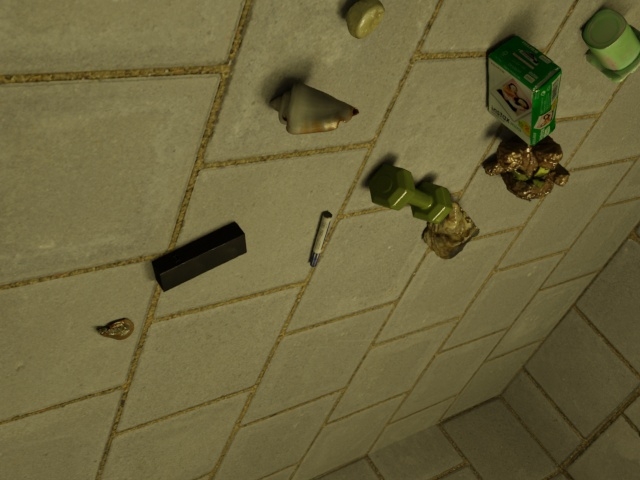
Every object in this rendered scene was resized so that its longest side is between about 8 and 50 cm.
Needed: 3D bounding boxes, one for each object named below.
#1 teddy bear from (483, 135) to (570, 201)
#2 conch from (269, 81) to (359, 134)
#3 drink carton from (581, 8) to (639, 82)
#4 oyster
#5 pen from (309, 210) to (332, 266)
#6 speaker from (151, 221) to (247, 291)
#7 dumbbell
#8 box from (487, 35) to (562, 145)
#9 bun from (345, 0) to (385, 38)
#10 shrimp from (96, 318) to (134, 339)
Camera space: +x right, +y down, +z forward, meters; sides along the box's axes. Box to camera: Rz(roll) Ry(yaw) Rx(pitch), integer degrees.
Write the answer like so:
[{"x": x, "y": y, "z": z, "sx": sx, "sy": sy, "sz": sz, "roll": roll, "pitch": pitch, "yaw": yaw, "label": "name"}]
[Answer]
[{"x": 0.592, "y": -0.197, "z": 2.324, "sx": 0.296, "sy": 0.246, "sz": 0.223, "roll": -55, "pitch": 146, "yaw": -64, "label": "teddy bear"}, {"x": -0.017, "y": -0.258, "z": 1.634, "sx": 0.104, "sy": 0.176, "sz": 0.094, "roll": -70, "pitch": -176, "yaw": -66, "label": "conch"}, {"x": 0.775, "y": -0.530, "z": 2.138, "sx": 0.144, "sy": 0.146, "sz": 0.142, "roll": -47, "pitch": 141, "yaw": 14, "label": "drink carton"}, {"x": 0.406, "y": -0.019, "z": 2.465, "sx": 0.166, "sy": 0.110, "sz": 0.341, "roll": -23, "pitch": 161, "yaw": -15, "label": "oyster"}, {"x": 0.000, "y": 0.000, "z": 2.133, "sx": 0.025, "sy": 0.025, "sz": 0.204, "roll": -20, "pitch": 146, "yaw": -29, "label": "pen"}, {"x": -0.277, "y": 0.038, "z": 1.862, "sx": 0.218, "sy": 0.044, "sz": 0.082, "roll": -27, "pitch": 149, "yaw": -18, "label": "speaker"}, {"x": 0.243, "y": -0.120, "z": 2.148, "sx": 0.121, "sy": 0.108, "sz": 0.302, "roll": -48, "pitch": 149, "yaw": 17, "label": "dumbbell"}, {"x": 0.509, "y": -0.371, "z": 2.020, "sx": 0.103, "sy": 0.180, "sz": 0.250, "roll": -36, "pitch": 150, "yaw": -11, "label": "box"}, {"x": 0.083, "y": -0.441, "z": 1.578, "sx": 0.086, "sy": 0.055, "sz": 0.086, "roll": -38, "pitch": 164, "yaw": -13, "label": "bun"}, {"x": -0.480, "y": 0.206, "z": 1.899, "sx": 0.059, "sy": 0.023, "sz": 0.108, "roll": -52, "pitch": 149, "yaw": 6, "label": "shrimp"}]
